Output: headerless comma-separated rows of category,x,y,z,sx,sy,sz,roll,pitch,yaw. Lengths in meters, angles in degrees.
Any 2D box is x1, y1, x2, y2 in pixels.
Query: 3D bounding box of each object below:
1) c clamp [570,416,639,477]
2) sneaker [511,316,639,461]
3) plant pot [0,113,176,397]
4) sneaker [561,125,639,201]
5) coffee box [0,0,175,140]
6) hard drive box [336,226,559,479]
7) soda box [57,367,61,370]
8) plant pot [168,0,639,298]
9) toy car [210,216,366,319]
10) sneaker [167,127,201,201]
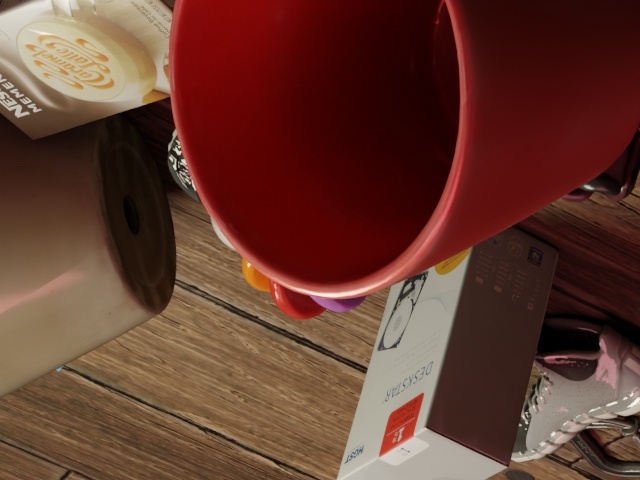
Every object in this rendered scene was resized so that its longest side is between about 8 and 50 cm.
c clamp,0.340,0.227,1.834,0.137,0.022,0.160,-6,143,42
sneaker,0.227,0.137,1.699,0.132,0.086,0.228,38,133,-22
plant pot,-0.296,0.006,1.562,0.280,0.323,0.323,-12,141,15
sneaker,0.229,-0.118,1.207,0.106,0.163,0.281,16,149,1
coffee box,-0.184,-0.181,1.372,0.246,0.098,0.141,-13,137,40
hard drive box,0.118,0.118,1.565,0.089,0.232,0.181,26,147,-15
soda box,-0.271,0.066,1.827,0.067,0.071,0.210,27,147,-14
plant pot,0.075,-0.115,1.123,0.243,0.275,0.275,-11,173,-43
toy car,0.000,0.000,1.497,0.159,0.136,0.182,11,159,-42
sneaker,-0.017,-0.135,1.380,0.271,0.108,0.100,-34,105,34
